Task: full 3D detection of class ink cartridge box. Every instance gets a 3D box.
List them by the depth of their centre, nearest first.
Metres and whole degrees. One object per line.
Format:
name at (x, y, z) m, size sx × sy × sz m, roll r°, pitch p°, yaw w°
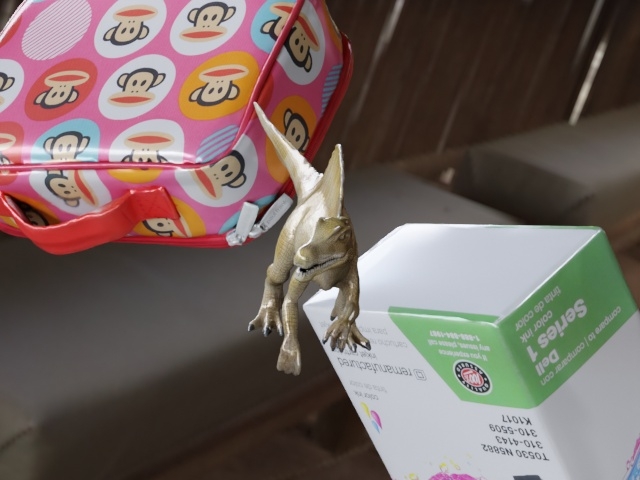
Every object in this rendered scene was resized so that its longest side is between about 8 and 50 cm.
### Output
ink cartridge box at (0.140, 0.133, 1.038) m, size 0.117 × 0.278 × 0.201 m, roll -39°, pitch 23°, yaw -30°

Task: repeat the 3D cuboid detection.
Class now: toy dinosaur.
toy dinosaur at (0.000, 0.000, 0.656) m, size 0.053 × 0.092 × 0.183 m, roll 4°, pitch 19°, yaw -10°

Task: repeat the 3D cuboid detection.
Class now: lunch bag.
lunch bag at (-0.140, -0.096, 1.148) m, size 0.293 × 0.120 × 0.258 m, roll 3°, pitch 54°, yaw 30°
